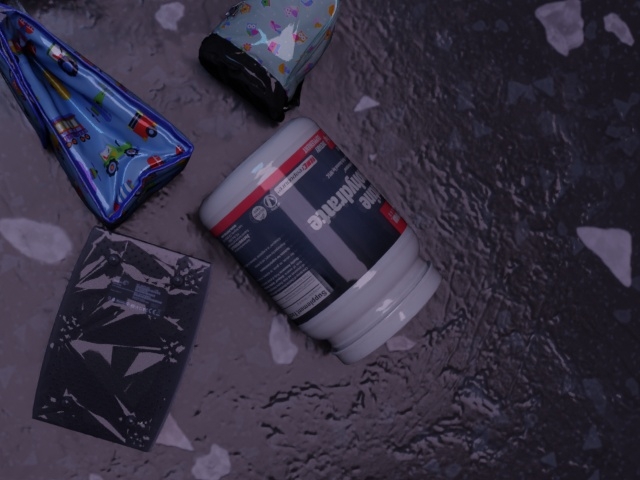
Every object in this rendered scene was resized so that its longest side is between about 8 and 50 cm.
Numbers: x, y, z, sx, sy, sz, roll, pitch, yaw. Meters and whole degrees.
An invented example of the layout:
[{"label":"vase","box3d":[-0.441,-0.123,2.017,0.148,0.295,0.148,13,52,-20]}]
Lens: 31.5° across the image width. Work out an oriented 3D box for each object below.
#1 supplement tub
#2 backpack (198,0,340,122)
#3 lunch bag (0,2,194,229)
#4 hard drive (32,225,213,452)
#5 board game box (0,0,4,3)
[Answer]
[{"label":"supplement tub","box3d":[0.000,0.000,1.411,0.191,0.191,0.272,-43,95,-8]},{"label":"backpack","box3d":[-0.051,-0.265,1.452,0.152,0.115,0.182,39,80,-4]},{"label":"lunch bag","box3d":[-0.298,-0.165,1.351,0.138,0.221,0.293,-42,95,-8]},{"label":"hard drive","box3d":[-0.246,0.121,1.418,0.172,0.054,0.254,18,95,-8]},{"label":"board game box","box3d":[-0.485,-0.263,1.417,0.136,0.035,0.201,18,84,-9]}]
